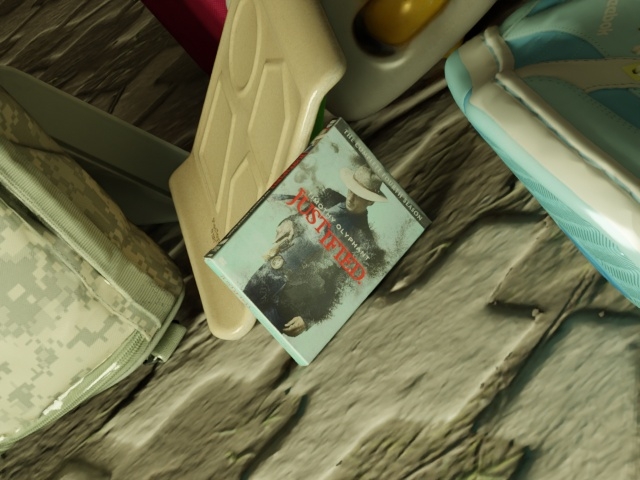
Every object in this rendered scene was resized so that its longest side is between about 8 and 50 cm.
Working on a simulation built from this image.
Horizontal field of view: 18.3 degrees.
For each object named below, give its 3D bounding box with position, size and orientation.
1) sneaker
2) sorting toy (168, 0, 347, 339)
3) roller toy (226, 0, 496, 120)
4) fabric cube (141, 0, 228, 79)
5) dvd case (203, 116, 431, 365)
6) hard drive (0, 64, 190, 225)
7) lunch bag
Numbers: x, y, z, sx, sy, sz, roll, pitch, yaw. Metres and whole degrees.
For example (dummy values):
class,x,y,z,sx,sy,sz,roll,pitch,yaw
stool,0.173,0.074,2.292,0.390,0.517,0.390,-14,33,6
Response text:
class,x,y,z,sx,sy,sz,roll,pitch,yaw
sneaker,0.177,-0.093,0.953,0.208,0.127,0.319,-40,19,7
sorting toy,-0.038,-0.070,1.265,0.193,0.038,0.208,-111,36,-51
roller toy,0.045,-0.184,1.380,0.209,0.146,0.191,-35,15,52
fabric cube,-0.055,-0.301,1.673,0.259,0.258,0.254,-43,19,-8
dvd case,0.000,0.000,1.146,0.119,0.087,0.013,-48,18,-23
hard drive,-0.225,-0.064,1.560,0.307,0.203,0.040,-4,64,61
lunch bag,-0.261,-0.008,1.335,0.256,0.305,0.212,-23,28,45
